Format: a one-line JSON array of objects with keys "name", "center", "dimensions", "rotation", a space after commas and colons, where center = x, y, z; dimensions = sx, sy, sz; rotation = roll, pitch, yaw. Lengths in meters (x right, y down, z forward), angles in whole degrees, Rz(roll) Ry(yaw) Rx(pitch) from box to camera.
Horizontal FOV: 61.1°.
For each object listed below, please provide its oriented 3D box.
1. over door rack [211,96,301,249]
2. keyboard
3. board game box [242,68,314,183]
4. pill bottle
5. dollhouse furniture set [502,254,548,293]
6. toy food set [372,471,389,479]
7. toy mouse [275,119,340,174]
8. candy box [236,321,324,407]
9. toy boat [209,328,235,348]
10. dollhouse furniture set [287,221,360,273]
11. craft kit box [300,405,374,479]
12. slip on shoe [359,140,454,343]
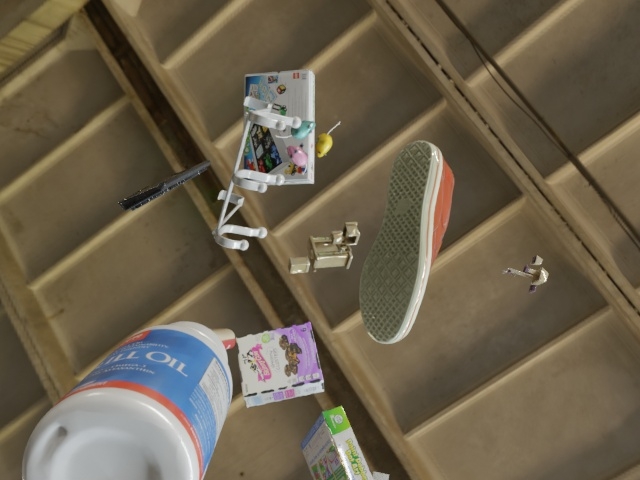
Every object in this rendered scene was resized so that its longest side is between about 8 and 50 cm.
[{"name": "over door rack", "center": [-0.124, -0.140, 1.041], "dimensions": [0.108, 0.324, 0.240], "rotation": [16, -74, -13]}, {"name": "keyboard", "center": [-0.245, -0.082, 0.843], "dimensions": [0.108, 0.180, 0.023], "rotation": [-19, -76, 17]}, {"name": "board game box", "center": [-0.114, -0.306, 1.483], "dimensions": [0.192, 0.053, 0.306], "rotation": [0, -94, 13]}, {"name": "pill bottle", "center": [-0.146, 0.146, 0.476], "dimensions": [0.124, 0.221, 0.125], "rotation": [0, -82, -1]}, {"name": "dollhouse furniture set", "center": [0.479, 0.061, 1.263], "dimensions": [0.081, 0.114, 0.091], "rotation": [19, -101, 8]}, {"name": "toy food set", "center": [0.121, 0.647, 1.357], "dimensions": [0.232, 0.105, 0.111], "rotation": [6, -123, 10]}, {"name": "toy mouse", "center": [-0.043, -0.235, 1.330], "dimensions": [0.031, 0.143, 0.161], "rotation": [-109, -142, -53]}, {"name": "candy box", "center": [-0.102, 0.307, 1.347], "dimensions": [0.196, 0.070, 0.165], "rotation": [-11, -127, -5]}, {"name": "toy boat", "center": [-0.368, 0.358, 1.711], "dimensions": [0.150, 0.231, 0.151], "rotation": [-4, -97, 17]}, {"name": "dollhouse furniture set", "center": [0.000, 0.000, 1.551], "dimensions": [0.161, 0.181, 0.101], "rotation": [105, -25, -47]}, {"name": "craft kit box", "center": [0.044, 0.528, 1.202], "dimensions": [0.250, 0.060, 0.247], "rotation": [111, -38, -53]}, {"name": "slip on shoe", "center": [0.150, 0.006, 0.876], "dimensions": [0.123, 0.101, 0.332], "rotation": [1, -109, 47]}]
